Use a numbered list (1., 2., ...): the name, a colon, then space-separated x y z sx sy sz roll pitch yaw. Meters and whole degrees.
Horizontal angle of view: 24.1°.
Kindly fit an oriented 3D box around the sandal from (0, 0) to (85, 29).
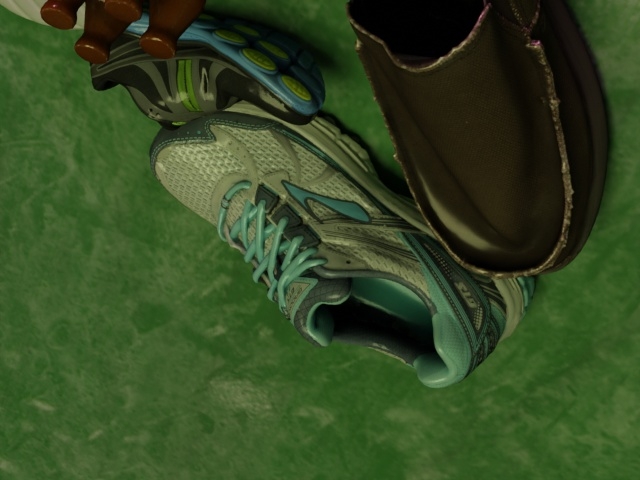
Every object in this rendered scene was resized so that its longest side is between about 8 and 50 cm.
1. sandal: -0.100 -0.235 0.882 0.416 0.102 0.169 -13 103 52

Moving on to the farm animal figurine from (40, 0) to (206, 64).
1. farm animal figurine: -0.156 -0.245 0.684 0.330 0.172 0.327 27 156 -22

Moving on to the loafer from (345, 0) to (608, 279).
1. loafer: 0.065 -0.118 0.861 0.134 0.130 0.365 0 124 32

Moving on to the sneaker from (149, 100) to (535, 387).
1. sneaker: 0.000 0.000 1.002 0.283 0.122 0.110 26 135 12

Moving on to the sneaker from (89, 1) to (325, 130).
1. sneaker: -0.077 -0.108 0.995 0.188 0.067 0.078 17 113 27
